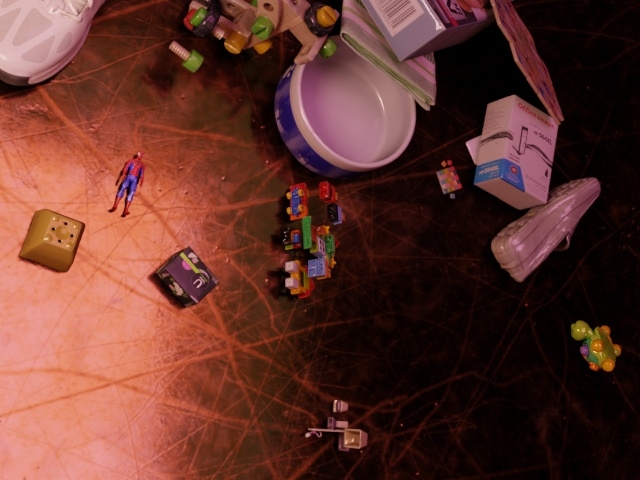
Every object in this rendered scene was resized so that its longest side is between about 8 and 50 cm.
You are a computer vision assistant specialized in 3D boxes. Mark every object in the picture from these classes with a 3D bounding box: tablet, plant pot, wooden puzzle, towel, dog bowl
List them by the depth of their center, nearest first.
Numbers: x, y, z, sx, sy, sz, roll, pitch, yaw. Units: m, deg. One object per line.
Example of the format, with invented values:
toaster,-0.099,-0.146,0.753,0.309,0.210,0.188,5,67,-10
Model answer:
plant pot,-0.418,-0.006,1.412,0.081,0.083,0.081,23,68,-24
dog bowl,0.048,-0.255,1.716,0.265,0.104,0.264,7,76,-28
towel,0.135,-0.422,1.754,0.248,0.038,0.324,33,39,-26
wooden puzzle,0.271,-0.128,1.871,0.049,0.006,0.083,-20,90,-31
tablet,0.356,-0.202,1.936,0.083,0.006,0.054,-26,93,-31

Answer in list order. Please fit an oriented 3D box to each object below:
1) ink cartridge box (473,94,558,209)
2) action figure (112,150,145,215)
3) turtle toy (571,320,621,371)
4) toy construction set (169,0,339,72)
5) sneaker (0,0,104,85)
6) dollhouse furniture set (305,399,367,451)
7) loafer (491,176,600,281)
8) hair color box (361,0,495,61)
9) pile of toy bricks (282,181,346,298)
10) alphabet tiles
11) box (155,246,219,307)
ink cartridge box,0.425,-0.190,1.920,0.148,0.086,0.203,24,69,-29
action figure,-0.323,-0.102,1.520,0.038,0.030,0.115,21,68,-19
turtle toy,0.600,0.230,1.945,0.130,0.066,0.095,59,36,-3
toy construction set,-0.088,-0.426,1.625,0.237,0.257,0.308,36,35,-25
sneaker,-0.383,-0.460,1.428,0.169,0.257,0.447,38,64,-18
dollhouse furniture set,0.027,0.328,1.576,0.081,0.114,0.090,9,78,-23
loafer,0.500,-0.030,1.927,0.319,0.112,0.111,-36,103,-23
hair color box,0.219,-0.479,1.757,0.185,0.114,0.374,58,32,0
pile of toy bricks,0.000,0.000,1.647,0.105,0.118,0.212,34,50,-55
alphabet tiles,0.438,-0.413,1.907,0.342,0.011,0.285,41,33,-43
box,-0.228,0.063,1.523,0.083,0.052,0.062,50,60,-12
